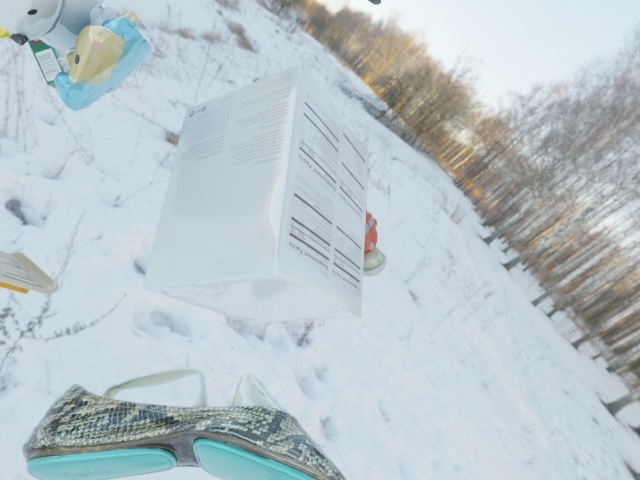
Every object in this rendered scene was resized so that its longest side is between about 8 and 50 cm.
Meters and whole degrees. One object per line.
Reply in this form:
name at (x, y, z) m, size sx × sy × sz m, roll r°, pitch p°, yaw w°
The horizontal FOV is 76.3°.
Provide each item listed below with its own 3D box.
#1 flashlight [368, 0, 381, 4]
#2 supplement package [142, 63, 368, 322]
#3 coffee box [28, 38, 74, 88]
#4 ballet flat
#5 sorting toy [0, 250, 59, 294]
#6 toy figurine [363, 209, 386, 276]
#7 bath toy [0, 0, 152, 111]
flashlight at (0.031, -0.601, 0.813) m, size 0.304 × 0.103 × 0.103 m, roll 46°, pitch 20°, yaw 15°
supplement package at (-0.066, -0.041, 0.550) m, size 0.198 × 0.199 × 0.263 m, roll 36°, pitch 52°, yaw -52°
coffee box at (-0.508, -0.376, 0.767) m, size 0.113 × 0.040 × 0.184 m, roll -126°, pitch -164°, yaw -79°
ballet flat at (-0.195, 0.288, 0.642) m, size 0.482 × 0.164 × 0.182 m, roll 4°, pitch 43°, yaw 2°
sorting toy at (-0.632, 0.040, 0.759) m, size 0.193 × 0.038 × 0.208 m, roll 25°, pitch -7°, yaw 29°
toy figurine at (0.000, 0.000, 0.769) m, size 0.213 × 0.209 × 0.148 m, roll -122°, pitch -171°, yaw -58°
bath toy at (-0.356, -0.295, 0.423) m, size 0.348 × 0.129 × 0.151 m, roll 41°, pitch -6°, yaw -6°
